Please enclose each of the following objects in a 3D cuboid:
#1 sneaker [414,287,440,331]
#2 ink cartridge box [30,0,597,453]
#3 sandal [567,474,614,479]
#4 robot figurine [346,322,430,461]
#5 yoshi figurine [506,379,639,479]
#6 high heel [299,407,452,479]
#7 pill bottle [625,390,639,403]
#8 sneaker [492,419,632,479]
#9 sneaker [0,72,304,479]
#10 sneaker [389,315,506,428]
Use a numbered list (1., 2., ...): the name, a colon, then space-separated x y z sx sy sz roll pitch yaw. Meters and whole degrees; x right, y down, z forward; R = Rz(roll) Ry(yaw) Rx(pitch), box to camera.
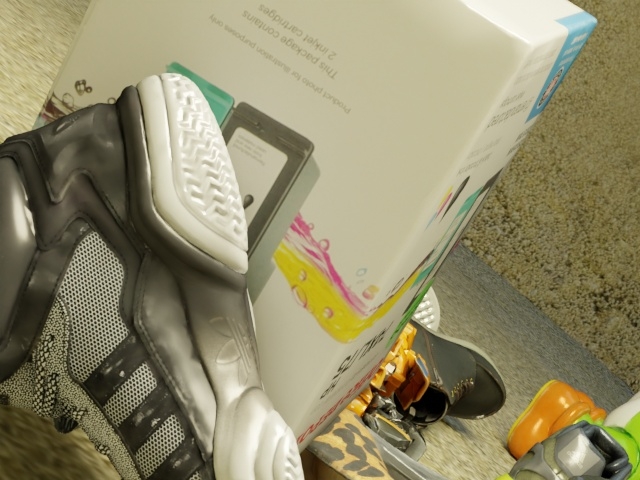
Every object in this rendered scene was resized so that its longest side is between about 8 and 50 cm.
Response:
1. sneaker: 0.000 -0.001 1.391 0.282 0.102 0.161 39 5 -11
2. ink cartridge box: -0.019 -0.048 0.729 0.197 0.270 0.198 34 22 10
3. sandal: 0.340 0.302 0.945 0.167 0.107 0.446 -1 35 -40
4. robot figurine: -0.005 0.071 0.989 0.211 0.085 0.291 34 3 3
5. yoshi figurine: 0.377 0.320 1.521 0.362 0.203 0.203 32 -39 28
6. high heel: 0.009 0.170 0.725 0.186 0.093 0.261 25 16 4
7. pill bottle: 0.551 0.359 1.761 0.229 0.229 0.408 39 9 -27
8. sneaker: 0.244 0.235 1.285 0.111 0.121 0.300 46 8 17
9. sneaker: -0.095 0.071 0.581 0.101 0.153 0.268 155 -77 -80
10. sneaker: 0.115 0.149 1.318 0.222 0.083 0.118 31 22 -37
